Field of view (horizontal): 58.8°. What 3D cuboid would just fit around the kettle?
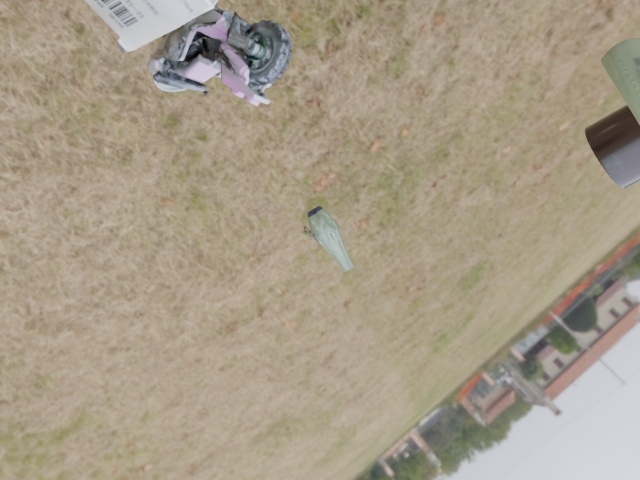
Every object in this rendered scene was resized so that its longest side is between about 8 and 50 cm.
[{"bbox_3d":[0.666,-0.200,1.087,0.232,0.202,0.144,-33,-177,37],"label":"kettle"}]

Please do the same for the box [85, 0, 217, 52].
[{"bbox_3d":[-0.179,-0.397,0.669,0.145,0.332,0.173,-12,135,34],"label":"box"}]

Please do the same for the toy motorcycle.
[{"bbox_3d":[-0.186,-0.313,0.968,0.143,0.327,0.187,5,116,-55],"label":"toy motorcycle"}]

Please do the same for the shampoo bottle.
[{"bbox_3d":[0.408,-0.152,0.680,0.072,0.212,0.049,-3,153,-14],"label":"shampoo bottle"}]

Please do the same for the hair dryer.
[{"bbox_3d":[0.012,0.014,1.383,0.068,0.167,0.199,-31,172,-19],"label":"hair dryer"}]
